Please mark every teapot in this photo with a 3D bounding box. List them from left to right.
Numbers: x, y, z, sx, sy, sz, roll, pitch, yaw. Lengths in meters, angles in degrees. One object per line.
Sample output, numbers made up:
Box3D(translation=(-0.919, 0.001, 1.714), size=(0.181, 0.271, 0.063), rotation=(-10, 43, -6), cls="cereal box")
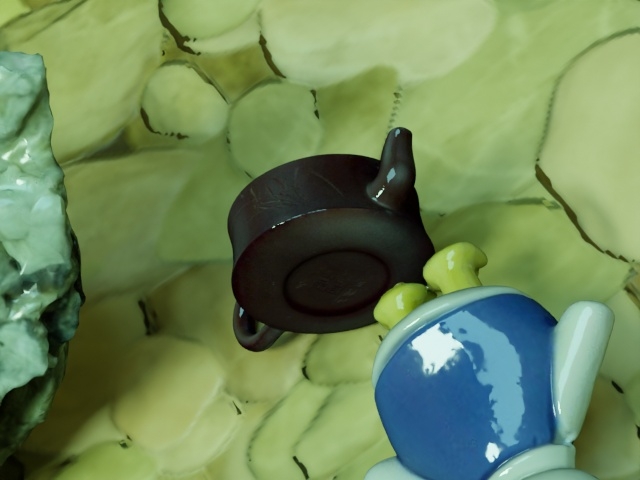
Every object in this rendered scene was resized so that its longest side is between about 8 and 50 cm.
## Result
Box3D(translation=(0.000, 0.000, 0.576), size=(0.100, 0.068, 0.045), rotation=(-45, 39, 35), cls="teapot")

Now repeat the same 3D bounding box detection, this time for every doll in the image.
Box3D(translation=(0.057, 0.063, 0.513), size=(0.099, 0.058, 0.143), rotation=(-43, 50, 19), cls="doll")

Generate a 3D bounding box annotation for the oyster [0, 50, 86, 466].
Box3D(translation=(-0.206, 0.047, 0.589), size=(0.351, 0.158, 0.162), rotation=(-33, 75, 21), cls="oyster")
